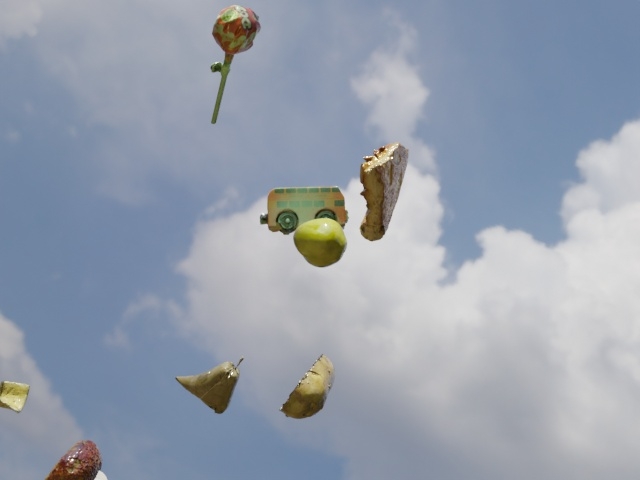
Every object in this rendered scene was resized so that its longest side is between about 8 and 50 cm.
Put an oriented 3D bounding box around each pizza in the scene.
[{"bbox_3d":[0.097,-0.094,1.692,0.062,0.182,0.161,13,-14,13],"label":"pizza"}]

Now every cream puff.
[{"bbox_3d":[-0.513,0.487,2.119,0.084,0.149,0.149,41,-35,1],"label":"cream puff"}]

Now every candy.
[{"bbox_3d":[-0.174,-0.321,1.905,0.078,0.084,0.288,43,-36,17],"label":"candy"}]

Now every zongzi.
[{"bbox_3d":[-0.309,0.363,2.784,0.178,0.081,0.189,30,-53,13],"label":"zongzi"}]

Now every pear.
[{"bbox_3d":[0.000,0.000,1.818,0.097,0.092,0.092,28,-34,2],"label":"pear"}]

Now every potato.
[{"bbox_3d":[-0.016,0.354,2.402,0.081,0.200,0.164,35,-68,4],"label":"potato"}]

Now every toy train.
[{"bbox_3d":[-0.034,-0.063,2.131,0.188,0.099,0.072,-1,-3,-1],"label":"toy train"}]

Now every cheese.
[{"bbox_3d":[-0.619,0.319,2.028,0.060,0.084,0.041,13,-68,-8],"label":"cheese"}]

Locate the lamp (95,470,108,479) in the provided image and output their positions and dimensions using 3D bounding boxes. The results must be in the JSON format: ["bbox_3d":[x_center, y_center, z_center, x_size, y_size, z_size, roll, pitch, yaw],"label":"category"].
[{"bbox_3d":[-0.513,0.618,2.187,0.179,0.246,0.108,38,-45,8],"label":"lamp"}]
